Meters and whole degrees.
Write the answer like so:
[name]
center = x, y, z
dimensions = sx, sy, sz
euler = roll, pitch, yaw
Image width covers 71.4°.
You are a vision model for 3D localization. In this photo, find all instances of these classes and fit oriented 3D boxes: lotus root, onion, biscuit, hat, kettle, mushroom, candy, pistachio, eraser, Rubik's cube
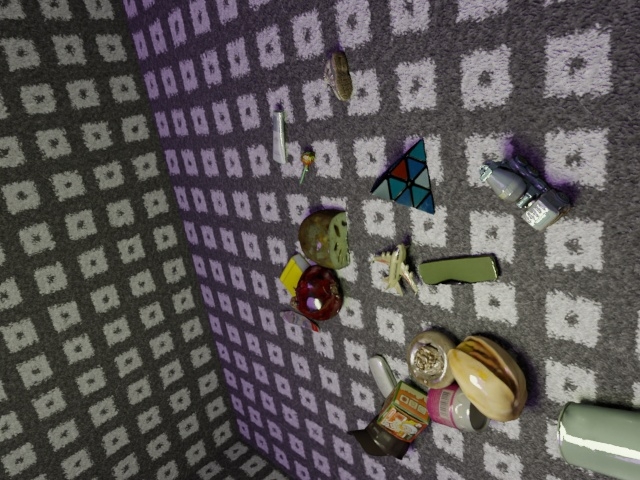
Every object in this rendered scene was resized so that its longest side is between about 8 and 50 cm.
[lotus root]
center = -0.010, -0.014, 2.056
dimensions = 0.260, 0.149, 0.267
euler = 14, 117, 43
[onion]
center = -0.012, 0.249, 2.139
dimensions = 0.280, 0.221, 0.281
euler = 11, 115, 25
[biscuit]
center = 0.497, 0.112, 1.630
dimensions = 0.322, 0.038, 0.099
euler = -12, 97, 51
[hat]
center = 0.304, 0.888, 2.103
dimensions = 0.238, 0.336, 0.209
euler = 24, 89, 59
[kettle]
center = 0.918, 0.609, 1.323
dimensions = 0.317, 0.264, 0.205
euler = -10, 70, 50
[mushroom]
center = 0.439, 0.472, 1.761
dimensions = 0.226, 0.178, 0.227
euler = 5, 97, 42
[candy]
center = -0.072, -0.330, 2.042
dimensions = 0.060, 0.060, 0.201
euler = 48, 147, 20
[pistachio]
center = 0.593, 0.491, 1.579
dimensions = 0.309, 0.229, 0.230
euler = 50, 139, 25
[eraser]
center = -0.121, 0.191, 2.345
dimensions = 0.158, 0.069, 0.226
euler = 52, 139, 17
[Rubik's cube]
center = 0.276, -0.253, 1.663
dimensions = 0.234, 0.284, 0.250
euler = -157, 78, -66

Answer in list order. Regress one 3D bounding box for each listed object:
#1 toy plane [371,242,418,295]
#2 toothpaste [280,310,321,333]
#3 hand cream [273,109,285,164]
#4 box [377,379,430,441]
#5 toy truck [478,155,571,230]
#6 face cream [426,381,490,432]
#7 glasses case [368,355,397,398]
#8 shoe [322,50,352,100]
[toy plane]
center = 0.307, 0.107, 1.790
dimensions = 0.242, 0.104, 0.256
euler = 39, 134, 32
[toothpaste]
center = -0.119, 0.451, 2.502
dimensions = 0.300, 0.048, 0.075
euler = 12, 114, 42
[hand cream]
center = -0.194, -0.483, 2.089
dimensions = 0.079, 0.048, 0.256
euler = 28, 130, 35
[box]
center = 0.378, 0.764, 1.984
dimensions = 0.177, 0.148, 0.195
euler = 28, 133, 8
[toy truck]
center = 0.590, -0.143, 1.309
dimensions = 0.257, 0.140, 0.108
euler = 50, 138, 18
[face cream]
center = 0.545, 0.649, 1.749
dimensions = 0.194, 0.175, 0.175
euler = -5, 105, 51
[glasses case]
center = 0.304, 0.657, 2.117
dimensions = 0.092, 0.059, 0.234
euler = -20, 96, 48
[shoe]
center = 0.055, -0.621, 1.703
dimensions = 0.092, 0.089, 0.180
euler = 0, 107, 48
